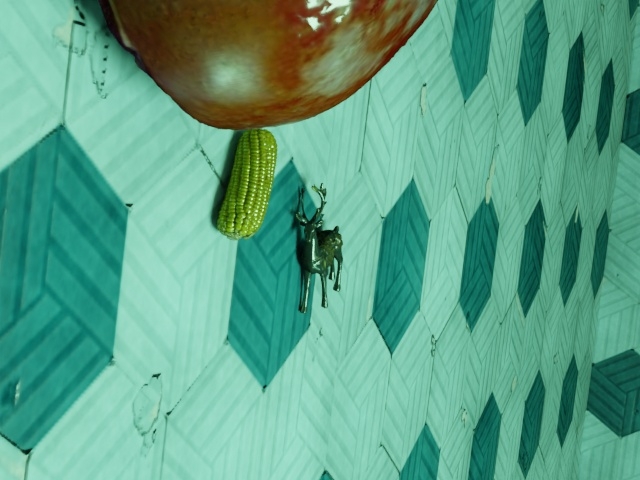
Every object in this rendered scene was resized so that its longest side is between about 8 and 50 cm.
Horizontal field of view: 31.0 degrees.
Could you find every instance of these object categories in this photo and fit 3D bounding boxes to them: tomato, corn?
[{"bbox_3d":[0.020,-0.223,0.743,0.335,0.176,0.289,-60,148,-31],"label":"tomato"},{"bbox_3d":[-0.055,-0.044,0.897,0.037,0.037,0.092,42,55,-63],"label":"corn"}]

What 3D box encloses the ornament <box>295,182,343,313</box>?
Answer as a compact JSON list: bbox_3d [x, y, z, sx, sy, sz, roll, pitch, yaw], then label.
[{"bbox_3d":[0.000,0.000,1.052,0.073,0.028,0.125,-51,143,-50],"label":"ornament"}]
